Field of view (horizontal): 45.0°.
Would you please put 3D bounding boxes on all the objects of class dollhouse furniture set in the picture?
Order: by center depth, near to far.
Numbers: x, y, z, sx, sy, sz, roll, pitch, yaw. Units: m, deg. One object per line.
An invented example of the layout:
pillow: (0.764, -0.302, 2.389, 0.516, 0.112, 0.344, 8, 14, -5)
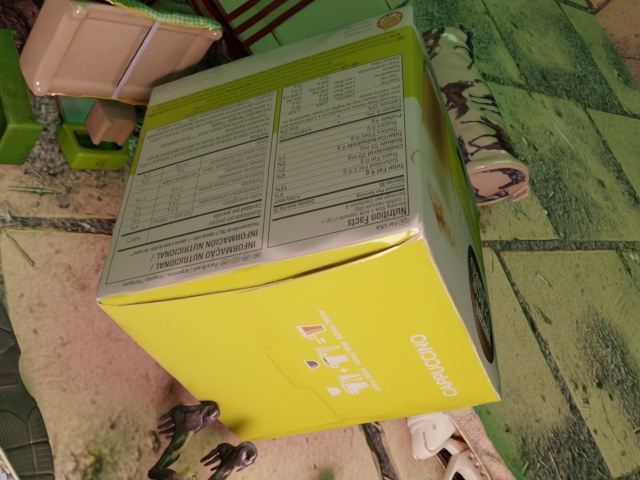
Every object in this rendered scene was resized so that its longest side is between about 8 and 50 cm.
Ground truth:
dollhouse furniture set: (-0.289, -0.234, 0.963, 0.197, 0.301, 0.151, -3, 62, -41)

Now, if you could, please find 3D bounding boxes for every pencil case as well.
pencil case: (0.301, -0.260, 1.613, 0.183, 0.160, 0.410, 0, 57, -24)

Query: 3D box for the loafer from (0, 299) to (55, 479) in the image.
loafer: (-0.341, 0.179, 0.778, 0.268, 0.084, 0.096, 69, 13, 18)

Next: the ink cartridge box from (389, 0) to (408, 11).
ink cartridge box: (0.018, -0.211, 1.209, 0.072, 0.307, 0.303, 45, 40, -3)

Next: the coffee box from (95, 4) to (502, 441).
coffee box: (0.000, 0.000, 0.907, 0.338, 0.338, 0.334, 58, 26, -45)

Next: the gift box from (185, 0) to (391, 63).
gift box: (-0.069, -0.398, 1.271, 0.255, 0.258, 0.276, 55, 0, -19)

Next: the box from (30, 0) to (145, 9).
box: (-0.378, -0.457, 1.129, 0.318, 0.097, 0.395, 42, 23, -17)

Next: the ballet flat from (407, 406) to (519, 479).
ballet flat: (0.197, 0.307, 1.117, 0.106, 0.107, 0.316, -30, 80, -36)

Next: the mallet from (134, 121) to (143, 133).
mallet: (-0.224, -0.141, 1.158, 0.189, 0.039, 0.062, 16, 52, -26)

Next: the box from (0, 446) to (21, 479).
box: (-0.338, 0.280, 0.649, 0.207, 0.036, 0.114, -32, 81, -24)

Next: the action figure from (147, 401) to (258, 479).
action figure: (-0.154, 0.298, 0.788, 0.164, 0.141, 0.276, 42, 25, -10)

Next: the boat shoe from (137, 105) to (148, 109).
boat shoe: (-0.251, -0.233, 1.167, 0.227, 0.081, 0.069, 24, 16, -28)
